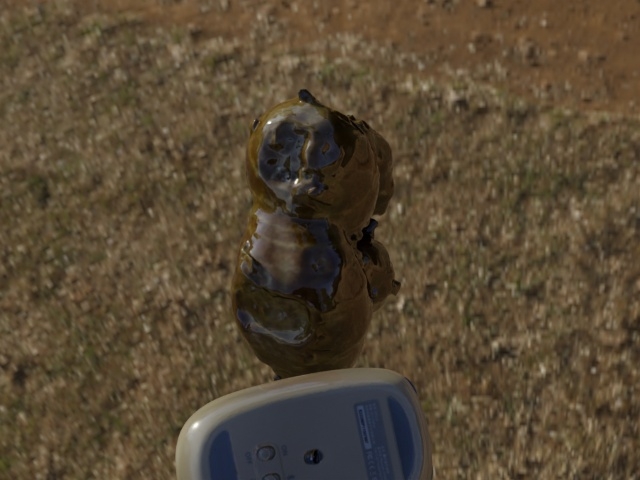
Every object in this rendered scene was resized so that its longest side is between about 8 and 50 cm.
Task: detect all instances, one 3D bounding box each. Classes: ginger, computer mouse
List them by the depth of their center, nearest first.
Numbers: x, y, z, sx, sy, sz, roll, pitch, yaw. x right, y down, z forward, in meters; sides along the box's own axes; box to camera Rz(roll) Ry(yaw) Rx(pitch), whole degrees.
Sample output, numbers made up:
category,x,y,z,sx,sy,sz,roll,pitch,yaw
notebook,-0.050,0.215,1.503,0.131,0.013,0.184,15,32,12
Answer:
category,x,y,z,sx,sy,sz,roll,pitch,yaw
computer mouse,-0.014,0.195,1.203,0.237,0.082,0.145,-12,84,-17
ginger,-0.003,0.011,1.520,0.152,0.274,0.357,6,95,16
